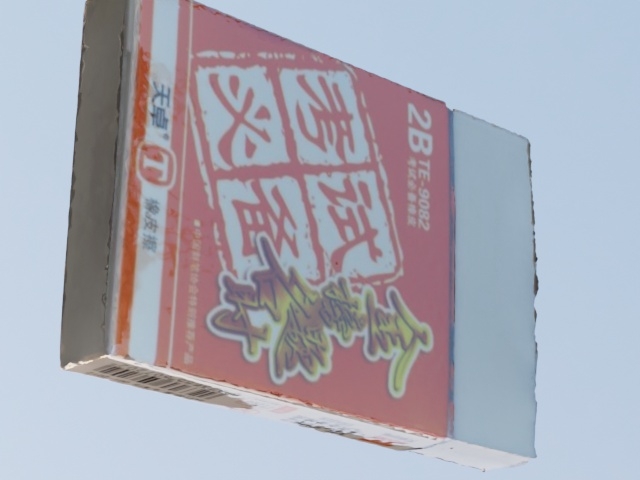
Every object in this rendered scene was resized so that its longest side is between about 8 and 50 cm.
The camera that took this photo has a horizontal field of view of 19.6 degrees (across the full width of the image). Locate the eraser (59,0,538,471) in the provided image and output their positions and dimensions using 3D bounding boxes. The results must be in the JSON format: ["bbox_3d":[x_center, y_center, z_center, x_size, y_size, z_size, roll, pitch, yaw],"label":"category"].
[{"bbox_3d":[0.000,0.000,0.773,0.038,0.230,0.157,-21,-120,45],"label":"eraser"}]
